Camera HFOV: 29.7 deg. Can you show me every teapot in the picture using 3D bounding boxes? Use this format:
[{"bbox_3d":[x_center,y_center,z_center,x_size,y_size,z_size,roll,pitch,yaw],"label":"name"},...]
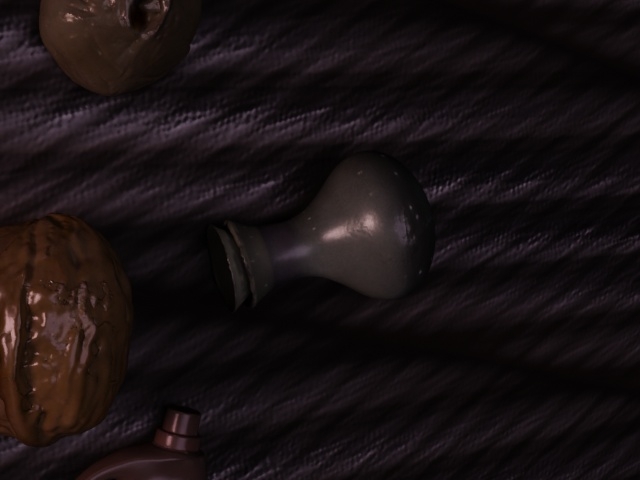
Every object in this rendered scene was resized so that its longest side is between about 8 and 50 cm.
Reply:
[{"bbox_3d":[0.000,0.000,1.410,0.250,0.183,0.184,-14,106,-16],"label":"teapot"}]

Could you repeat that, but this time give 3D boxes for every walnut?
[{"bbox_3d":[-0.290,0.094,1.241,0.198,0.198,0.245,-4,98,-30],"label":"walnut"}]

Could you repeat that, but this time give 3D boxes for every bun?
[{"bbox_3d":[-0.202,-0.237,1.273,0.166,0.113,0.173,43,79,-29],"label":"bun"}]

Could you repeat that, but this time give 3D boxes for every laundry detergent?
[{"bbox_3d":[-0.217,0.305,1.382,0.171,0.076,0.237,11,93,-31],"label":"laundry detergent"}]
